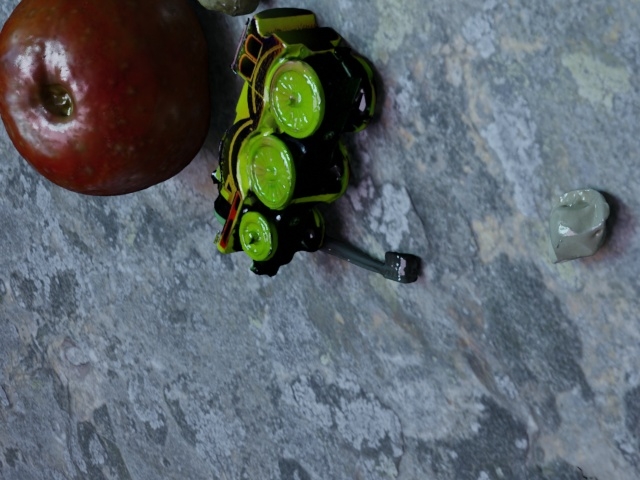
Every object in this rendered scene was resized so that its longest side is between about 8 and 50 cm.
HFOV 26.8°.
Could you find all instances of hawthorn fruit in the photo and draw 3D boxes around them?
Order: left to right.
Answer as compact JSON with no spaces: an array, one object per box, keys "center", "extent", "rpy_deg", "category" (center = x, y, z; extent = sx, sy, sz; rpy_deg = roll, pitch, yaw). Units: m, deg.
[{"center":[-0.250,-0.189,1.578],"extent":[0.284,0.284,0.284],"rpy_deg":[26,126,42],"category":"hawthorn fruit"}]

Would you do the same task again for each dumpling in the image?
[{"center":[0.237,-0.014,1.239],"extent":[0.052,0.057,0.076],"rpy_deg":[8,147,10],"category":"dumpling"}]

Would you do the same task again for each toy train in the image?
[{"center":[-0.043,-0.103,1.469],"extent":[0.160,0.100,0.296],"rpy_deg":[44,129,31],"category":"toy train"}]

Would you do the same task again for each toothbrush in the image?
[{"center":[0.000,0.000,1.537],"extent":[0.297,0.030,0.030],"rpy_deg":[18,112,45],"category":"toothbrush"}]

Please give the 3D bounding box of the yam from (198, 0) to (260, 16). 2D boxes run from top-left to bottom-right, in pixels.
[{"center":[-0.059,-0.386,1.385],"extent":[0.081,0.081,0.356],"rpy_deg":[48,140,24],"category":"yam"}]
